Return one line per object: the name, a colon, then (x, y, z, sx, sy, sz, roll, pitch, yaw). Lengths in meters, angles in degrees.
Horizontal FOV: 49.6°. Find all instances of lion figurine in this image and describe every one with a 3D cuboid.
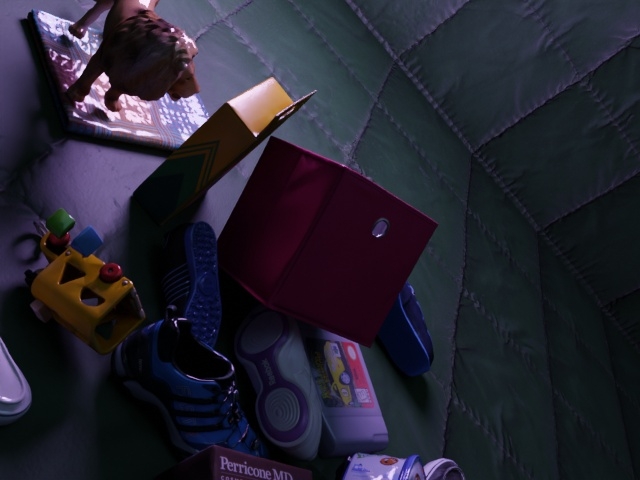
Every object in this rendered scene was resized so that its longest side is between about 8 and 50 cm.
lion figurine: (-0.329, -0.374, 1.206, 0.142, 0.240, 0.392, 16, 47, -46)

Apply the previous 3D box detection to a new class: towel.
towel: (-0.364, -0.295, 1.348, 0.370, 0.040, 0.271, 3, 57, -54)

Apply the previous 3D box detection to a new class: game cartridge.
game cartridge: (0.019, 0.264, 1.329, 0.196, 0.060, 0.294, 11, 51, -46)

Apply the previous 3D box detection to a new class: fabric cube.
fabric cube: (0.000, 0.000, 1.248, 0.254, 0.258, 0.259, 28, 2, -38)

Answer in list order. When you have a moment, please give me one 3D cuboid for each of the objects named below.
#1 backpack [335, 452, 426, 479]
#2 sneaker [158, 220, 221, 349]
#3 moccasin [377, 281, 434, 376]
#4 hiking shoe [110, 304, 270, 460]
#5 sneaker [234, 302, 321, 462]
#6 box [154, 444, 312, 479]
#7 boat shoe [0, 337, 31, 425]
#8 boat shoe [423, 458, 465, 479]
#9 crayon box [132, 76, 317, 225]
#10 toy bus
backpack: (0.107, 0.453, 1.020, 0.276, 0.213, 0.263, -71, 145, -56)
sneaker: (-0.221, 0.085, 1.141, 0.081, 0.091, 0.232, 18, 68, -49)
moccasin: (0.156, 0.147, 1.598, 0.341, 0.138, 0.117, 69, 25, -5)
hiking shoe: (-0.163, 0.238, 0.998, 0.304, 0.132, 0.113, 49, 29, -19)
sneaker: (-0.070, 0.241, 1.197, 0.152, 0.114, 0.305, 67, 6, -47)
box: (-0.097, 0.472, 0.859, 0.191, 0.143, 0.381, 29, 37, -38)
boat shoe: (-0.427, 0.106, 0.800, 0.258, 0.084, 0.095, 48, 30, -12)
boat shoe: (0.236, 0.524, 1.309, 0.121, 0.119, 0.335, 53, 29, -3)
crayon box: (-0.167, -0.174, 1.225, 0.081, 0.319, 0.202, 50, 29, -7)
toy bus: (-0.340, 0.067, 0.941, 0.104, 0.202, 0.191, -48, 112, -29)
